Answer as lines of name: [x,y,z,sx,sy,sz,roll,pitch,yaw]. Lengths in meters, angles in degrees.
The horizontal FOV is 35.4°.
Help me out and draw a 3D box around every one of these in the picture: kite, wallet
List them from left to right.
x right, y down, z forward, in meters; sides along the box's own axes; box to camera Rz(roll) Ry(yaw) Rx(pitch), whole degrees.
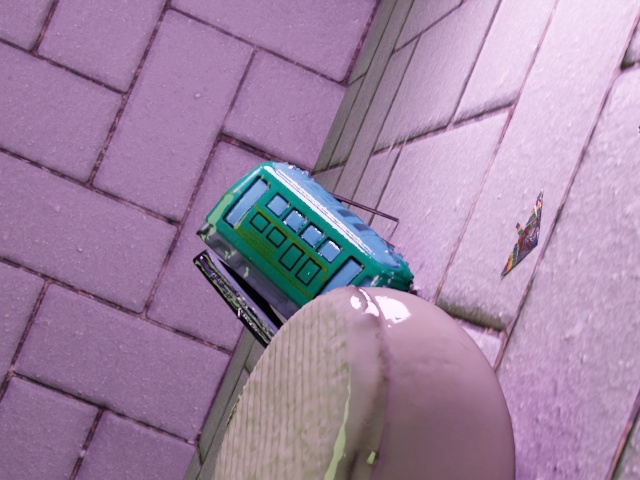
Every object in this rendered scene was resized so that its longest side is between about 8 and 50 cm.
wallet: [-0.062,0.158,1.540,0.046,0.190,0.379,-42,45,-2]
kite: [0.248,-0.004,1.222,0.090,0.004,0.122,-104,38,-74]

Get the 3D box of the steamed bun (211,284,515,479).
steamed bun: [0.050,0.237,0.992,0.374,0.241,0.374,-50,28,38]

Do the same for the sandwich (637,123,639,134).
sandwich: [0.338,-0.141,0.863,0.162,0.058,0.193,125,163,-55]

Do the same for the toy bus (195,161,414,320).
toy bus: [-0.012,0.030,1.625,0.199,0.343,0.183,-52,-21,9]

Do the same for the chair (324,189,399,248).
chair: [0.000,0.000,1.852,0.158,0.247,0.172,-63,3,22]
